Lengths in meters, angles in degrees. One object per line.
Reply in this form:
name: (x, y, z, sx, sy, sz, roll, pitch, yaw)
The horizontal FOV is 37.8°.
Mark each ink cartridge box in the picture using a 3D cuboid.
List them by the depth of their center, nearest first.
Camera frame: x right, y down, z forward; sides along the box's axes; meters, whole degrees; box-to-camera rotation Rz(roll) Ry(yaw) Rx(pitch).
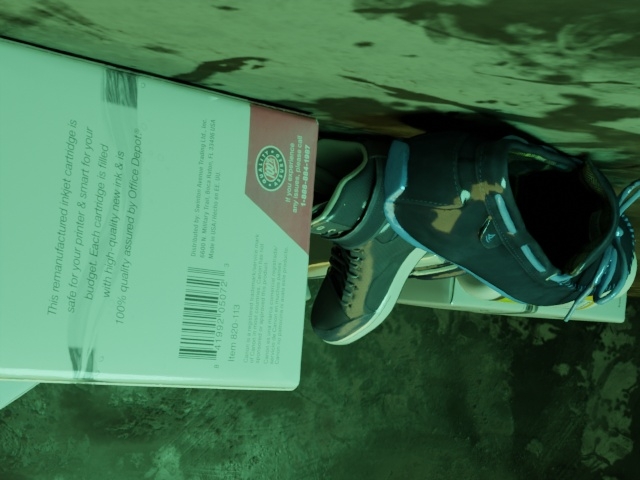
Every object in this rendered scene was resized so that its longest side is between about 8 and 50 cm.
ink cartridge box: (-0.151, -0.008, 0.644, 0.283, 0.207, 0.117, 9, 173, -35)
ink cartridge box: (0.236, 0.037, 1.292, 0.307, 0.129, 0.223, 8, 176, -30)

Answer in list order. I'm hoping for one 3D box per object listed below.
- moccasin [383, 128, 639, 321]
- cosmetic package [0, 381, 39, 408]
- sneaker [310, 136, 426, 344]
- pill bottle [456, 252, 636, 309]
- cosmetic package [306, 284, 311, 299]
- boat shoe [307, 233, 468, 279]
moccasin: (0.189, -0.005, 0.763, 0.117, 0.137, 0.342, -4, 171, 41)
cosmetic package: (-0.342, 0.017, 0.833, 0.225, 0.224, 0.138, -4, -156, 40)
sneaker: (0.013, 0.002, 0.826, 0.163, 0.226, 0.086, 8, -142, -39)
pill bottle: (0.271, 0.021, 1.113, 0.215, 0.117, 0.117, 7, 175, -30)
cosmetic package: (-0.197, 0.025, 1.193, 0.197, 0.155, 0.365, -23, 164, 27)
boat shoe: (0.010, -0.003, 1.026, 0.341, 0.127, 0.158, 3, 168, 22)
